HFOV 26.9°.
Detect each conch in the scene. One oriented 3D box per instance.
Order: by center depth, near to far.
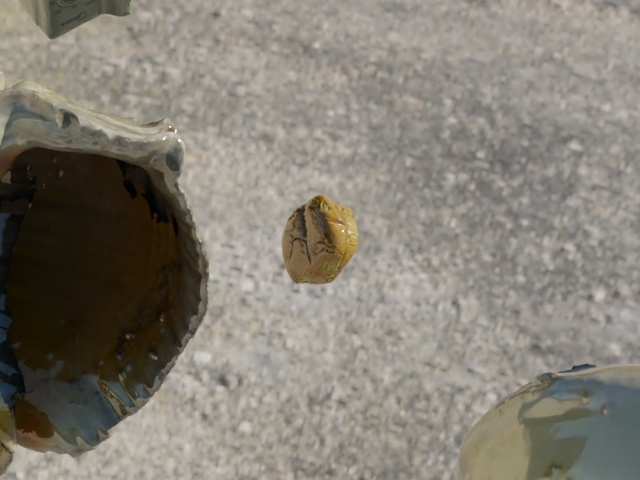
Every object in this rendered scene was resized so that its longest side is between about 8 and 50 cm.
[{"bbox_3d":[-0.225,-0.014,0.949,0.297,0.352,0.210,-6,43,4],"label":"conch"}]

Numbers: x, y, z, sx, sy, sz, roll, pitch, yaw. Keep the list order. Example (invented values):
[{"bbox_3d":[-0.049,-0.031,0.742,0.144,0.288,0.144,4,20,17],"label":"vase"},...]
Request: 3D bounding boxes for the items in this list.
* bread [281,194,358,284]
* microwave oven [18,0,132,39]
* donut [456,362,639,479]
[{"bbox_3d":[0.000,0.000,1.208,0.046,0.081,0.083,12,-10,-37],"label":"bread"},{"bbox_3d":[-0.208,-0.432,1.401,0.355,0.218,0.286,-32,74,-21],"label":"microwave oven"},{"bbox_3d":[0.280,0.231,0.989,0.382,0.383,0.142,16,57,3],"label":"donut"}]
